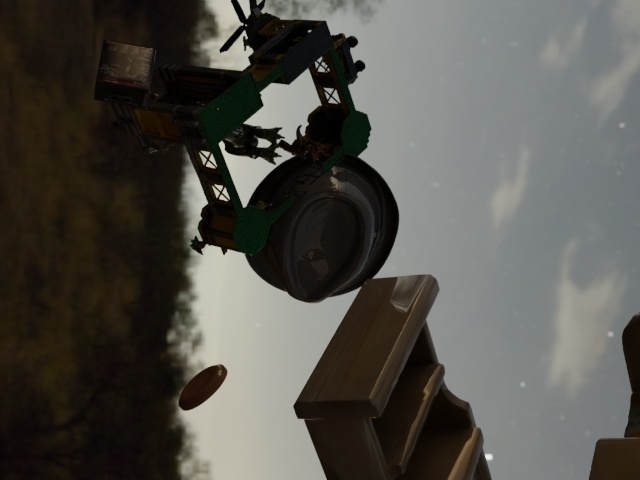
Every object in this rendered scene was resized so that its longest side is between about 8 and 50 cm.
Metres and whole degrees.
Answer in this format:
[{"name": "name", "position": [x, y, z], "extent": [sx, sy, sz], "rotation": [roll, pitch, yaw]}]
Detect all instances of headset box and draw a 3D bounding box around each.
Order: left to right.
[{"name": "headset box", "position": [-0.224, -0.188, 1.251], "extent": [0.032, 0.062, 0.083], "rotation": [110, -16, -47]}]

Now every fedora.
[{"name": "fedora", "position": [0.000, 0.000, 1.685], "extent": [0.124, 0.244, 0.275], "rotation": [-91, -155, -63]}]

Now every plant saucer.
[{"name": "plant saucer", "position": [-0.165, 0.202, 1.514], "extent": [0.013, 0.083, 0.083], "rotation": [51, 3, -17]}]

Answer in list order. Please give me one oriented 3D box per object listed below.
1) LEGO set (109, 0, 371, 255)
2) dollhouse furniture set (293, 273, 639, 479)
[{"name": "LEGO set", "position": [-0.108, -0.149, 1.388], "extent": [0.331, 0.192, 0.255], "rotation": [-51, 133, -27]}, {"name": "dollhouse furniture set", "position": [0.219, 0.165, 0.827], "extent": [0.362, 0.394, 0.256], "rotation": [-56, 134, -52]}]
